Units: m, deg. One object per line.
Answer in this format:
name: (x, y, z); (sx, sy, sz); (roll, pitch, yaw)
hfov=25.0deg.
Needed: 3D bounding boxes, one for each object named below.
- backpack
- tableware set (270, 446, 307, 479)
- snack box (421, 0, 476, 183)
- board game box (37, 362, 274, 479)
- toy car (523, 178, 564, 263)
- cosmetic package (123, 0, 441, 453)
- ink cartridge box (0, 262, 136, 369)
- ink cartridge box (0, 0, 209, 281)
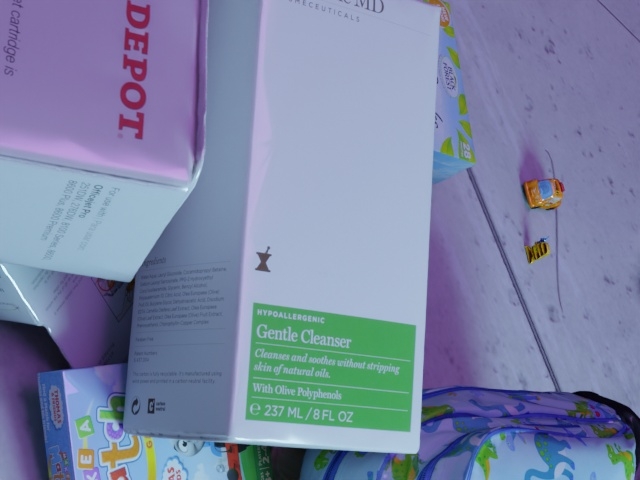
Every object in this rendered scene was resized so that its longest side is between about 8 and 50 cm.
backpack: (0.135, 0.257, 1.281); (0.356, 0.273, 0.290); (17, 87, -27)
tableware set: (0.020, 0.157, 1.313); (0.141, 0.020, 0.168); (22, 89, -41)
snack box: (0.077, -0.181, 1.568); (0.174, 0.070, 0.207); (15, 61, -42)
board game box: (-0.126, 0.175, 1.168); (0.211, 0.039, 0.160); (-3, 83, -47)
toy car: (0.276, -0.025, 1.726); (0.060, 0.040, 0.122); (24, 54, -38)
cosmetic package: (-0.029, -0.021, 1.144); (0.197, 0.155, 0.365); (9, 81, -39)
ink cartridge box: (-0.177, -0.033, 1.193); (0.275, 0.060, 0.239); (-58, 140, -35)
ink cartridge box: (-0.287, -0.154, 0.984); (0.395, 0.166, 0.285); (10, 61, -19)
